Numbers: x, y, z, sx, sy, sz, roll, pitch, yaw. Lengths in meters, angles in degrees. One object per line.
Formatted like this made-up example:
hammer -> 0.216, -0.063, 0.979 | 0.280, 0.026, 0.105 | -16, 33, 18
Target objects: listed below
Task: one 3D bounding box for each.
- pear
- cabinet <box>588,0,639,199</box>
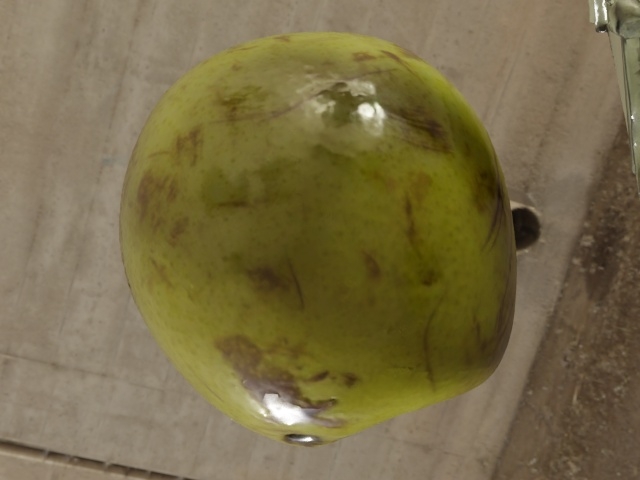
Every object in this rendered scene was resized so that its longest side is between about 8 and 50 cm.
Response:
pear -> 0.000, 0.000, 0.481 | 0.283, 0.283, 0.284 | -165, 90, -79
cabinet -> 0.373, -0.216, 0.567 | 0.227, 0.289, 0.318 | 62, -151, -43
